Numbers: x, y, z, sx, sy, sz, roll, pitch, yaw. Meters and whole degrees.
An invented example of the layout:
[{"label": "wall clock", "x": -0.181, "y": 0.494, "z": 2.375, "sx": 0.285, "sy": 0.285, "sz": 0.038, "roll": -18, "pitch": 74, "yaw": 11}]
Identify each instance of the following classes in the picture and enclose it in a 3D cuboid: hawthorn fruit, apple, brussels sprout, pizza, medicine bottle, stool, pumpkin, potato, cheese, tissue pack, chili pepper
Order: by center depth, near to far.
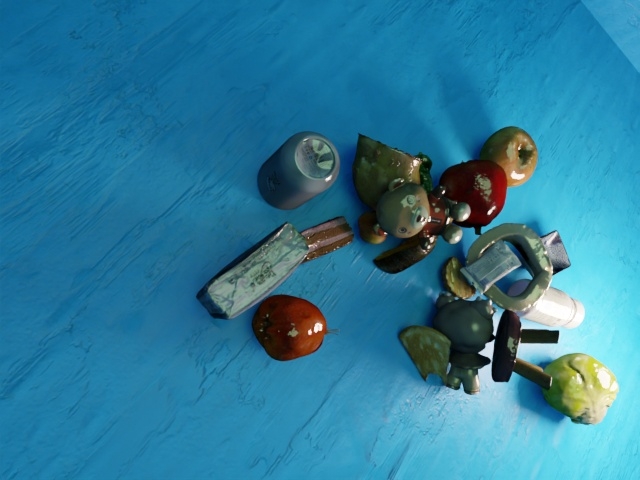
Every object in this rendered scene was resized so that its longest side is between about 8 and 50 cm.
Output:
[{"label": "tissue pack", "x": -0.214, "y": 0.103, "z": 1.206, "sx": 0.288, "sy": 0.394, "sz": 0.124, "roll": -42, "pitch": 97, "yaw": -21}, {"label": "hawthorn fruit", "x": -0.070, "y": 0.286, "z": 1.340, "sx": 0.299, "sy": 0.211, "sz": 0.211, "roll": 9, "pitch": 77, "yaw": -29}, {"label": "stool", "x": 0.734, "y": 0.401, "z": 1.490, "sx": 0.179, "sy": 0.272, "sz": 0.272, "roll": 12, "pitch": 73, "yaw": 18}, {"label": "potato", "x": 0.228, "y": -0.230, "z": 1.530, "sx": 0.289, "sy": 0.301, "sz": 0.237, "roll": 24, "pitch": 103, "yaw": 3}, {"label": "pizza", "x": 0.412, "y": 0.428, "z": 1.533, "sx": 0.034, "sy": 0.181, "sz": 0.262, "roll": -38, "pitch": 107, "yaw": -56}, {"label": "apple", "x": 0.193, "y": -0.047, "z": 1.537, "sx": 0.102, "sy": 0.126, "sz": 0.126, "roll": -8, "pitch": 83, "yaw": 0}, {"label": "tissue pack", "x": 0.648, "y": 0.100, "z": 1.559, "sx": 0.193, "sy": 0.026, "sz": 0.122, "roll": -40, "pitch": 73, "yaw": 10}, {"label": "pumpkin", "x": 0.363, "y": 0.045, "z": 1.564, "sx": 0.278, "sy": 0.163, "sz": 0.111, "roll": -34, "pitch": 99, "yaw": -22}, {"label": "cheese", "x": 0.747, "y": 0.109, "z": 1.618, "sx": 0.292, "sy": 0.153, "sz": 0.332, "roll": -33, "pitch": 75, "yaw": 11}, {"label": "chili pepper", "x": 0.397, "y": -0.237, "z": 1.641, "sx": 0.099, "sy": 0.136, "sz": 0.270, "roll": 7, "pitch": 69, "yaw": -12}, {"label": "hawthorn fruit", "x": 0.614, "y": -0.174, "z": 1.656, "sx": 0.265, "sy": 0.265, "sz": 0.307, "roll": -6, "pitch": 97, "yaw": -22}, {"label": "brussels sprout", "x": 1.073, "y": 0.605, "z": 1.695, "sx": 0.317, "sy": 0.243, "sz": 0.273, "roll": 36, "pitch": 77, "yaw": -16}, {"label": "medicine bottle", "x": 0.960, "y": 0.277, "z": 1.750, "sx": 0.293, "sy": 0.170, "sz": 0.170, "roll": 19, "pitch": 75, "yaw": -18}, {"label": "apple", "x": 0.817, "y": -0.363, "z": 1.794, "sx": 0.261, "sy": 0.194, "sz": 0.260, "roll": 3, "pitch": 82, "yaw": -19}]

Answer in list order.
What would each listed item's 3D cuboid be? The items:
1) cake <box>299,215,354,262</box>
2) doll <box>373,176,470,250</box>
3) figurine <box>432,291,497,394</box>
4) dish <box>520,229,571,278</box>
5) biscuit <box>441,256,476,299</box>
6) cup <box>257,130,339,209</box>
[{"label": "cake", "x": 0.000, "y": 0.000, "z": 1.469, "sx": 0.295, "sy": 0.113, "sz": 0.115, "roll": -24, "pitch": 92, "yaw": -29}, {"label": "doll", "x": 0.350, "y": -0.099, "z": 1.436, "sx": 0.330, "sy": 0.174, "sz": 0.235, "roll": 7, "pitch": 117, "yaw": -20}, {"label": "figurine", "x": 0.539, "y": 0.388, "z": 1.558, "sx": 0.203, "sy": 0.248, "sz": 0.380, "roll": -7, "pitch": 97, "yaw": -37}, {"label": "dish", "x": 0.994, "y": 0.074, "z": 1.846, "sx": 0.243, "sy": 0.080, "sz": 0.181, "roll": -19, "pitch": 88, "yaw": -25}, {"label": "biscuit", "x": 0.545, "y": 0.162, "z": 1.669, "sx": 0.118, "sy": 0.061, "sz": 0.183, "roll": -24, "pitch": 88, "yaw": -21}, {"label": "cup", "x": -0.075, "y": -0.230, "z": 1.363, "sx": 0.206, "sy": 0.312, "sz": 0.205, "roll": 3, "pitch": 81, "yaw": -22}]
